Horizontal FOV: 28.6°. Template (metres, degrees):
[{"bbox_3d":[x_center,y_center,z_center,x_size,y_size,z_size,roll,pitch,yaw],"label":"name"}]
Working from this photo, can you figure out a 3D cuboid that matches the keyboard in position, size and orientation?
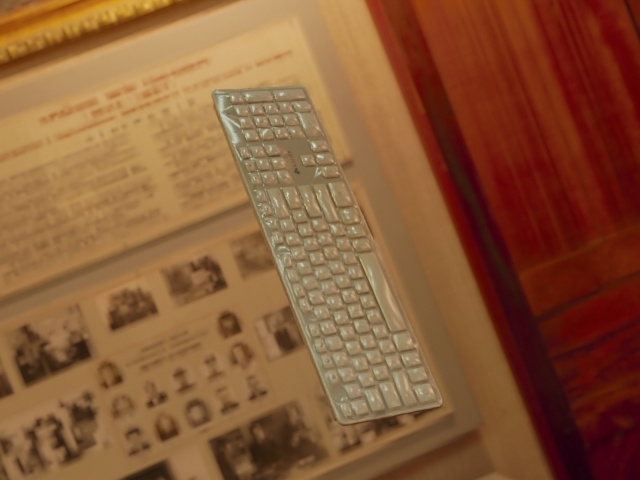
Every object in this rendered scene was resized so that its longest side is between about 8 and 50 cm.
[{"bbox_3d":[0.000,0.000,0.800,0.072,0.256,0.014,-10,-31,-22],"label":"keyboard"}]
